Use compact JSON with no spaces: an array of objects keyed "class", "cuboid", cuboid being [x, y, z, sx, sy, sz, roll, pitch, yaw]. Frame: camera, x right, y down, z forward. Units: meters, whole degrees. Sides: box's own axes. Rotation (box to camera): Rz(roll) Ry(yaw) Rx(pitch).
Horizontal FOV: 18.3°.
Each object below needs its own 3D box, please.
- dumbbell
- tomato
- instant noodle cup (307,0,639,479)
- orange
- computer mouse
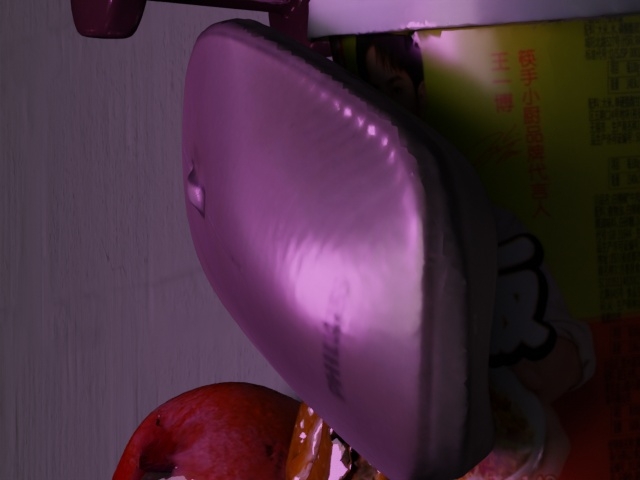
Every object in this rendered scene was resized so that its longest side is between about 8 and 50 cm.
[{"class":"dumbbell","cuboid":[-0.088,-0.220,1.641,0.140,0.225,0.124,-166,79,-67]},{"class":"tomato","cuboid":[-0.080,0.220,1.656,0.208,0.184,0.208,180,90,-67]},{"class":"instant noodle cup","cuboid":[0.146,0.001,1.110,0.294,0.294,0.307,-172,76,-65]},{"class":"orange","cuboid":[0.033,0.163,1.499,0.170,0.112,0.160,-59,4,-32]},{"class":"computer mouse","cuboid":[-0.006,0.001,1.044,0.331,0.095,0.197,38,133,54]}]
